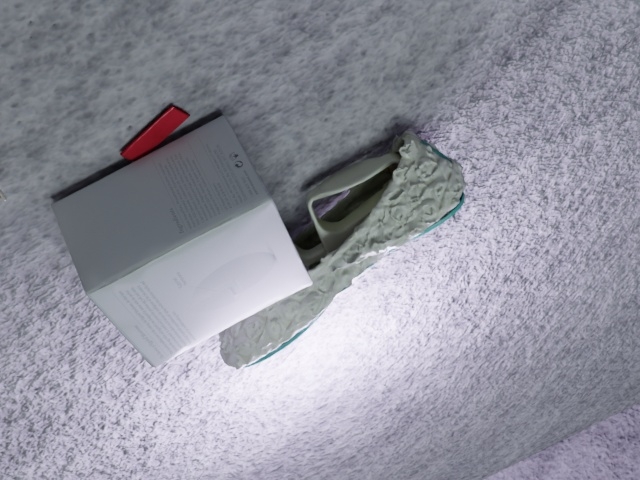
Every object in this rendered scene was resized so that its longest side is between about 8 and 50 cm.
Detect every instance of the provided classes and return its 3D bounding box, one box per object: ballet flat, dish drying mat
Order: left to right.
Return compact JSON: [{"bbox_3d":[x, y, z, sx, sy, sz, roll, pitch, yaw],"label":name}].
[{"bbox_3d":[-0.183,-0.118,1.273,0.083,0.008,0.032,-40,148,16],"label":"dish drying mat"},{"bbox_3d":[0.000,0.000,1.508,0.409,0.147,0.147,-38,148,10],"label":"ballet flat"}]

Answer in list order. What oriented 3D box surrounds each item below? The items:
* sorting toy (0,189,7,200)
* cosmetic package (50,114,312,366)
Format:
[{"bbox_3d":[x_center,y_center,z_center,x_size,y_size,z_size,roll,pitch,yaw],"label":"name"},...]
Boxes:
[{"bbox_3d":[-0.377,-0.059,1.176,0.083,0.045,0.075,-25,141,-5],"label":"sorting toy"},{"bbox_3d":[-0.156,0.007,1.347,0.224,0.138,0.224,-29,151,-3],"label":"cosmetic package"}]
